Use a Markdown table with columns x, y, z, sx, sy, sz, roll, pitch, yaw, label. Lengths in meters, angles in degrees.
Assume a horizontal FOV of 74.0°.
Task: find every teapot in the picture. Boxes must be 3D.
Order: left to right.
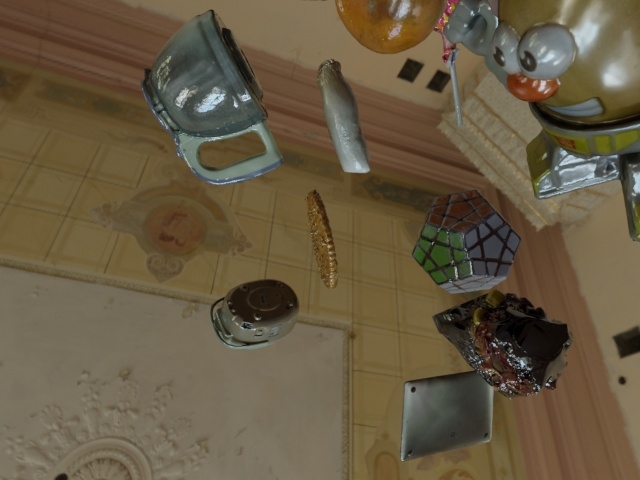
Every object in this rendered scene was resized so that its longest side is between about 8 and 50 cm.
| x | y | z | sx | sy | sz | roll | pitch | yaw | label |
| --- | --- | --- | --- | --- | --- | --- | --- | --- | --- |
| -0.111 | -0.139 | 0.432 | 0.108 | 0.149 | 0.111 | -24 | -135 | 7 | teapot |

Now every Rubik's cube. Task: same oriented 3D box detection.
| x | y | z | sx | sy | sz | roll | pitch | yaw | label |
| --- | --- | --- | --- | --- | --- | --- | --- | --- | --- |
| 0.427 | 0.008 | 1.270 | 0.319 | 0.264 | 0.319 | 41 | -160 | -18 | Rubik's cube |

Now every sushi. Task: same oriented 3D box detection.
| x | y | z | sx | sy | sz | roll | pitch | yaw | label |
| --- | --- | --- | --- | --- | --- | --- | --- | --- | --- |
| 0.305 | 0.161 | 0.673 | 0.152 | 0.150 | 0.172 | -19 | -107 | -12 | sushi |

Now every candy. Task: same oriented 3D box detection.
| x | y | z | sx | sy | sz | roll | pitch | yaw | label |
| --- | --- | --- | --- | --- | --- | --- | --- | --- | --- |
| 0.335 | -0.481 | 1.101 | 0.124 | 0.124 | 0.366 | -23 | -72 | -33 | candy |

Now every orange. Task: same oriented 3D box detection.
| x | y | z | sx | sy | sz | roll | pitch | yaw | label |
| --- | --- | --- | --- | --- | --- | --- | --- | --- | --- |
| 0.138 | -0.487 | 0.808 | 0.240 | 0.240 | 0.171 | 45 | -123 | 10 | orange |

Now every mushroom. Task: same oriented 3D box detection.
| x | y | z | sx | sy | sz | roll | pitch | yaw | label |
| --- | --- | --- | --- | --- | --- | --- | --- | --- | --- |
| 0.084 | -0.434 | 1.510 | 0.125 | 0.398 | 0.177 | -11 | -151 | 19 | mushroom |

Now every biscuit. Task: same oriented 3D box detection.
| x | y | z | sx | sy | sz | roll | pitch | yaw | label |
| --- | --- | --- | --- | --- | --- | --- | --- | --- | --- |
| 0.000 | 0.000 | 1.052 | 0.035 | 0.254 | 0.254 | -12 | -118 | -7 | biscuit |

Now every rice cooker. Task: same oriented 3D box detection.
| x | y | z | sx | sy | sz | roll | pitch | yaw | label |
| --- | --- | --- | --- | --- | --- | --- | --- | --- | --- |
| -0.145 | 0.166 | 0.977 | 0.206 | 0.127 | 0.145 | -7 | -129 | -36 | rice cooker |

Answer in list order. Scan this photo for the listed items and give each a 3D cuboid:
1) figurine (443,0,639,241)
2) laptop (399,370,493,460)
| x | y | z | sx | sy | sz | roll | pitch | yaw | label |
| --- | --- | --- | --- | --- | --- | --- | --- | --- | --- |
| 0.248 | -0.150 | 0.370 | 0.167 | 0.342 | 0.285 | -56 | -48 | -18 | figurine |
| 0.305 | 0.406 | 1.001 | 0.268 | 0.015 | 0.188 | 0 | -86 | -23 | laptop |
